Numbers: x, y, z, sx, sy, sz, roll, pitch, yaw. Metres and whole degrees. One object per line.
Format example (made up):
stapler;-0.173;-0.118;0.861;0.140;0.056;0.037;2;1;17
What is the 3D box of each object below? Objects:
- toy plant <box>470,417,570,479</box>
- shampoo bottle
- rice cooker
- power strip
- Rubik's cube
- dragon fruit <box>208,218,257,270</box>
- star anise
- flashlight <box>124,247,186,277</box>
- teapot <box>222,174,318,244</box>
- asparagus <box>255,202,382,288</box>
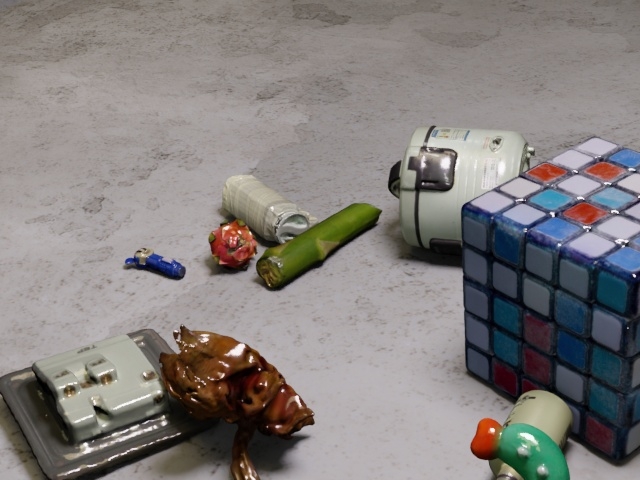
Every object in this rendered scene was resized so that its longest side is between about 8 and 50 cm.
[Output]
toy plant;0.250;0.335;1.078;0.400;0.280;0.185;-2;-13;45
shampoo bottle;0.257;0.262;1.306;0.079;0.079;0.162;12;35;28
rice cooker;0.235;-0.085;1.771;0.244;0.226;0.226;9;33;17
power strip;-0.306;0.208;1.482;0.257;0.092;0.251;-18;29;-27
Rubik's cube;0.388;0.065;1.414;0.293;0.292;0.287;-28;37;-30
dragon fruit;-0.153;0.004;1.816;0.081;0.086;0.116;-47;25;5
star anise;-0.097;0.223;1.345;0.148;0.237;0.346;-42;47;1
flashlight;-0.285;0.037;1.823;0.121;0.035;0.057;17;36;33
teapot;-0.088;-0.053;1.912;0.107;0.077;0.200;-2;24;-35
asparagus;0.000;-0.002;1.818;0.067;0.060;0.277;8;31;41
